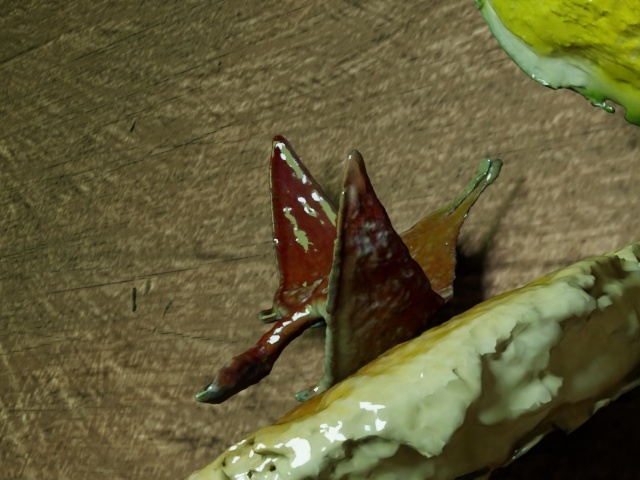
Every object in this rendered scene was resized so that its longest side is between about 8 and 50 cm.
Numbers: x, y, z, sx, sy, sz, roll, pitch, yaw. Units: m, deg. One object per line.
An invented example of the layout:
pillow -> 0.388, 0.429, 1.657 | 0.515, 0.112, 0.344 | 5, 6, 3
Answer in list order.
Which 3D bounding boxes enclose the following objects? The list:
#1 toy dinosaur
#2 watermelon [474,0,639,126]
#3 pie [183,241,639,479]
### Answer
toy dinosaur -> 0.006, -0.006, 1.125 | 0.207, 0.113, 0.327 | -32, 11, 23
watermelon -> 0.197, -0.119, 0.880 | 0.301, 0.129, 0.123 | -10, 59, 54
pie -> 0.020, 0.103, 0.876 | 0.339, 0.083, 0.339 | -30, -6, -3
